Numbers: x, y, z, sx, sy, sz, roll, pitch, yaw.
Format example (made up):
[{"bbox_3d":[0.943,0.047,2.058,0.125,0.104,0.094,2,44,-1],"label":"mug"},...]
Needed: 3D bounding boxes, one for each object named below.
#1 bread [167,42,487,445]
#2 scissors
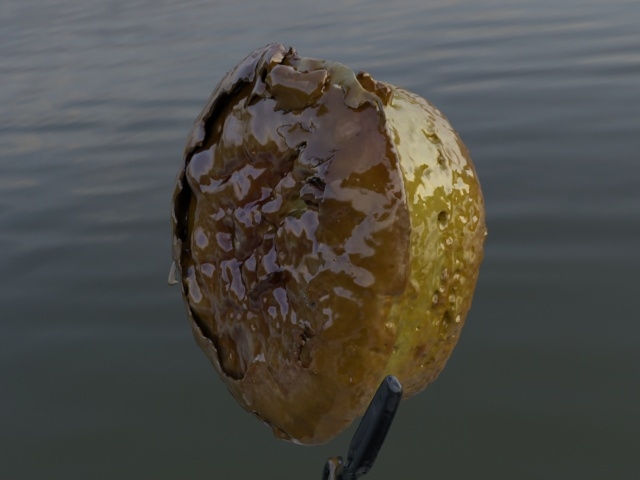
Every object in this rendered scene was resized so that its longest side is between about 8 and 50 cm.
[{"bbox_3d":[0.001,-0.003,1.090,0.204,0.358,0.337,-6,22,-39],"label":"bread"},{"bbox_3d":[0.026,0.151,0.779,0.017,0.220,0.088,7,52,-8],"label":"scissors"}]
